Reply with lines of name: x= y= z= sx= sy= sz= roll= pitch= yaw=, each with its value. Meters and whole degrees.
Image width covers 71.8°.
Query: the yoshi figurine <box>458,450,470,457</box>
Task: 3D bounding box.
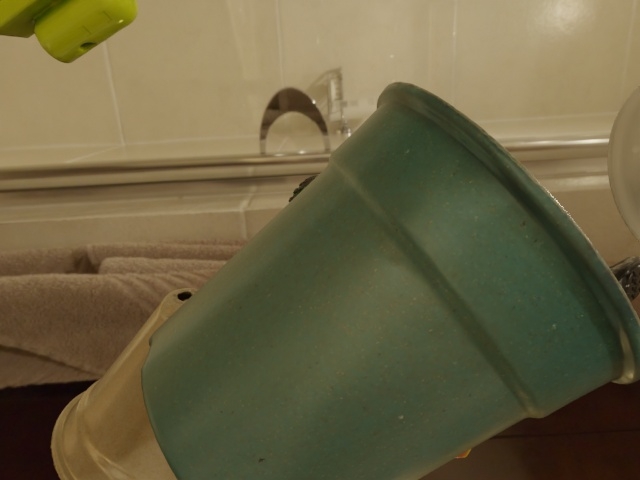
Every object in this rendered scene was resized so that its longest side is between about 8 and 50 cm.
yoshi figurine: x=0.111 y=0.256 z=0.827 sx=0.203 sy=0.362 sz=0.203 roll=93 pitch=12 yaw=-69

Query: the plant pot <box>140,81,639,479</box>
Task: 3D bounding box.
plant pot: x=0.038 y=0.091 z=0.441 sx=0.341 sy=0.334 sz=0.341 roll=51 pitch=3 yaw=-4

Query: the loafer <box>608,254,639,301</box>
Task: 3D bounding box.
loafer: x=0.497 y=0.086 z=0.783 sx=0.078 sy=0.223 sz=0.076 roll=26 pitch=-40 yaw=56

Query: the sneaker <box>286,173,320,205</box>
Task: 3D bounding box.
sneaker: x=0.000 y=0.000 z=1.129 sx=0.146 sy=0.134 sz=0.344 roll=7 pitch=81 yaw=-53

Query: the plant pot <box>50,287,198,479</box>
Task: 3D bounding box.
plant pot: x=-0.251 y=0.271 z=0.814 sx=0.305 sy=0.334 sz=0.334 roll=-57 pitch=-173 yaw=10

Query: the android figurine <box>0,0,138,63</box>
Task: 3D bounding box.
android figurine: x=-0.243 y=-0.289 z=0.362 sx=0.248 sy=0.273 sz=0.056 roll=63 pitch=18 yaw=-12

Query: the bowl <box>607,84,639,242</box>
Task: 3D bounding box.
bowl: x=0.537 y=-0.103 z=0.545 sx=0.134 sy=0.297 sz=0.298 roll=147 pitch=-60 yaw=-81
